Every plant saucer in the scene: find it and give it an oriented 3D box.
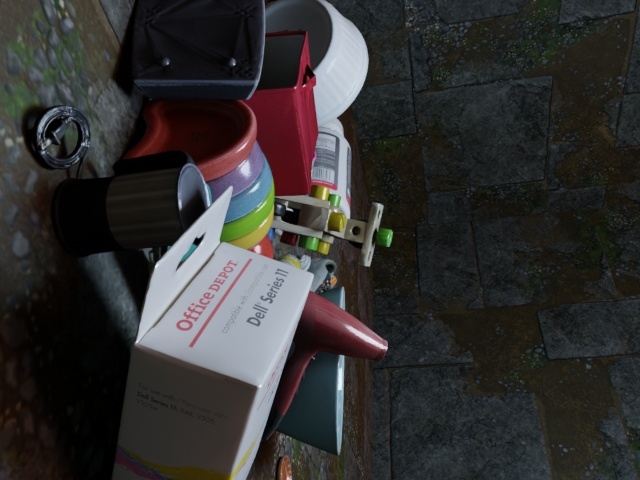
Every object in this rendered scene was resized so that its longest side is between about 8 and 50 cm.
[{"bbox_3d":[-0.077,0.497,1.286,0.083,0.013,0.084,-6,90,-80],"label":"plant saucer"}]

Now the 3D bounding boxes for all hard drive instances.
[{"bbox_3d":[-0.161,-0.289,0.831,0.054,0.171,0.255,97,-10,-56],"label":"hard drive"}]

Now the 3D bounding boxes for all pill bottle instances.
[{"bbox_3d":[-0.009,-0.174,1.550,0.176,0.176,0.319,72,17,-49],"label":"pill bottle"},{"bbox_3d":[-0.082,0.073,1.335,0.116,0.065,0.065,-48,132,-75],"label":"pill bottle"}]

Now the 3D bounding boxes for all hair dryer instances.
[{"bbox_3d":[-0.038,0.186,0.975,0.080,0.293,0.224,-112,-171,-73],"label":"hair dryer"}]

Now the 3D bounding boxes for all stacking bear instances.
[{"bbox_3d":[-0.141,-0.044,0.870,0.289,0.164,0.175,80,11,-47],"label":"stacking bear"}]

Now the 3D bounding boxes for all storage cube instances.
[{"bbox_3d":[-0.107,-0.196,0.964,0.184,0.214,0.193,-85,171,-47],"label":"storage cube"}]

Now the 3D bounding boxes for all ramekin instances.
[{"bbox_3d":[-0.047,-0.373,1.256,0.127,0.272,0.273,34,51,-62],"label":"ramekin"}]

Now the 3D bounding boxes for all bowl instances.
[{"bbox_3d":[-0.038,0.240,1.155,0.311,0.163,0.312,2,90,-87],"label":"bowl"}]

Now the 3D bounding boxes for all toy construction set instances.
[{"bbox_3d":[0.000,0.000,1.130,0.257,0.237,0.309,84,26,-62],"label":"toy construction set"}]

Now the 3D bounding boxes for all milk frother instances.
[{"bbox_3d":[-0.197,-0.062,0.610,0.143,0.134,0.129,65,22,-61],"label":"milk frother"}]

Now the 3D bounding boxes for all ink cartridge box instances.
[{"bbox_3d":[-0.107,0.145,0.629,0.207,0.119,0.354,-64,172,-61],"label":"ink cartridge box"}]

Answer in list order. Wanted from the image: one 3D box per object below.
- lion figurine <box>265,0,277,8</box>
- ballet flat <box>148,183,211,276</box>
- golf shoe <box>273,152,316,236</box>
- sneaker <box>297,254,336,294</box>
[{"bbox_3d":[-0.071,-0.535,1.520,0.392,0.142,0.240,-57,133,-66],"label":"lion figurine"},{"bbox_3d":[-0.183,0.016,0.751,0.077,0.079,0.222,-29,135,-47],"label":"ballet flat"},{"bbox_3d":[-0.071,-0.127,1.304,0.115,0.140,0.306,-86,168,-44],"label":"golf shoe"},{"bbox_3d":[-0.018,0.126,1.539,0.272,0.107,0.100,-77,162,-53],"label":"sneaker"}]
